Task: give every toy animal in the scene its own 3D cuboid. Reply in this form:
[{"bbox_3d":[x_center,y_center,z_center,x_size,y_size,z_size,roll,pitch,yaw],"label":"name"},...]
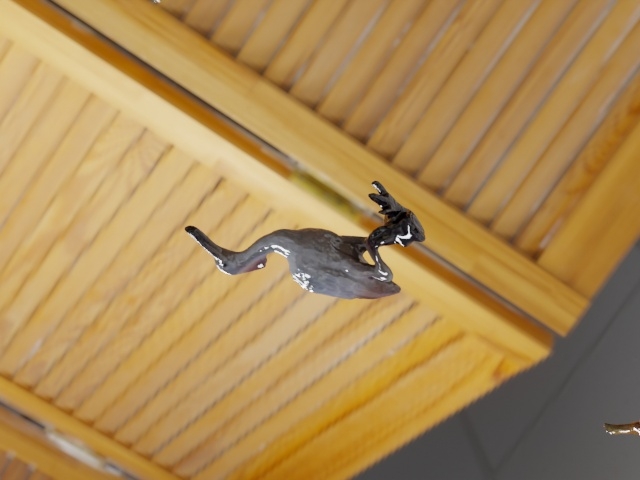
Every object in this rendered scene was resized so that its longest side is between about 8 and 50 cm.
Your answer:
[{"bbox_3d":[-0.008,0.019,1.790,0.324,0.195,0.090,-10,-143,10],"label":"toy animal"}]

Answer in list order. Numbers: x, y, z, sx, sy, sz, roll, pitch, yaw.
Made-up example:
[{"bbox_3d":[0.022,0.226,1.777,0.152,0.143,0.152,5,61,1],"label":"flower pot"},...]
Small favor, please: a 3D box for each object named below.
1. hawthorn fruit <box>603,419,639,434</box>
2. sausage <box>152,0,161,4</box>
[{"bbox_3d":[0.414,0.187,1.332,0.225,0.196,0.196,-10,-148,14],"label":"hawthorn fruit"},{"bbox_3d":[-0.151,-0.291,1.324,0.100,0.015,0.015,-56,-167,21],"label":"sausage"}]
